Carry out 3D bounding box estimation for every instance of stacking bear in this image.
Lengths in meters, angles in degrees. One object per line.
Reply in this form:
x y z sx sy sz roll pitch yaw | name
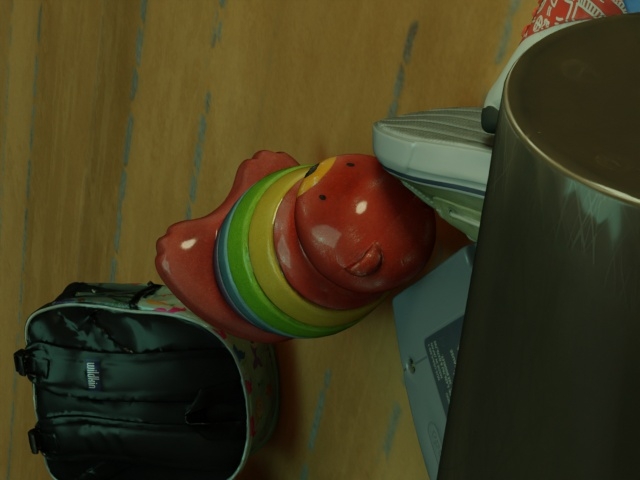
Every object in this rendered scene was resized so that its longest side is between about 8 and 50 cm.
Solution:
0.000 0.000 1.408 0.164 0.175 0.289 51 157 -9 | stacking bear

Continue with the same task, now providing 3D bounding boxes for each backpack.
-0.168 0.153 1.760 0.253 0.191 0.225 1 106 25 | backpack

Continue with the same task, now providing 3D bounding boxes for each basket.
0.117 0.051 0.566 0.204 0.154 0.227 -96 6 -54 | basket

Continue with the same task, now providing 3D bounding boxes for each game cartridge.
0.144 0.159 1.293 0.198 0.062 0.297 135 121 -65 | game cartridge

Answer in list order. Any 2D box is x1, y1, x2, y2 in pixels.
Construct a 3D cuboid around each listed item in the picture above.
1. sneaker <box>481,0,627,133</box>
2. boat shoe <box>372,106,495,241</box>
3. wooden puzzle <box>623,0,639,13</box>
0.182 -0.166 1.051 0.270 0.090 0.145 -28 72 61 | sneaker
0.133 -0.033 1.183 0.302 0.109 0.094 24 123 58 | boat shoe
0.218 -0.067 0.764 0.080 0.348 0.322 -23 75 25 | wooden puzzle
